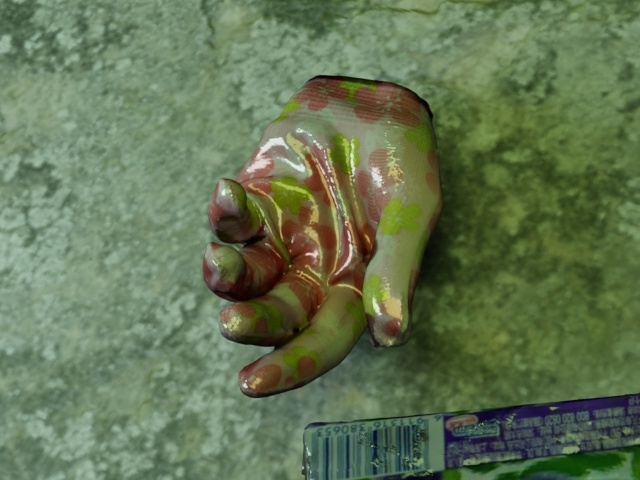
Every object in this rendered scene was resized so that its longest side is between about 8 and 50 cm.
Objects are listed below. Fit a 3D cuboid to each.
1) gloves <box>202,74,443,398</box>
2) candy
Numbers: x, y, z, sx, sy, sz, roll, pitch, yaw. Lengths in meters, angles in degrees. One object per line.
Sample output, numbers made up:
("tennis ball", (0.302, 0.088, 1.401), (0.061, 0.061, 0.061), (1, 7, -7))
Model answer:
("gloves", (-0.003, 0.005, 1.188), (0.145, 0.126, 0.241), (24, 63, 0))
("candy", (0.143, 0.139, 1.101), (0.312, 0.061, 0.088), (-7, 60, 12))
